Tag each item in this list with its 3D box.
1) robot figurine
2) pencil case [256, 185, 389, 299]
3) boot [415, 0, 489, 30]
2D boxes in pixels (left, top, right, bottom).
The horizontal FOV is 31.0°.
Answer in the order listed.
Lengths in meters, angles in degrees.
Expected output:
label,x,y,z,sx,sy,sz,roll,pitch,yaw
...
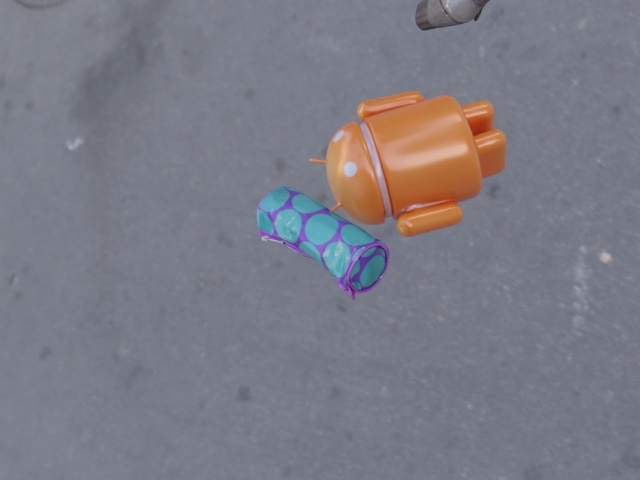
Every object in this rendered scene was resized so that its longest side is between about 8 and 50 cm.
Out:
label,x,y,z,sx,sy,sz,roll,pitch,yaw
robot figurine,0.102,-0.090,1.327,0.220,0.128,0.158,-16,99,0
pencil case,0.000,0.000,1.254,0.152,0.064,0.070,31,74,34
boot,0.114,-0.225,0.936,0.087,0.042,0.118,-24,56,47
